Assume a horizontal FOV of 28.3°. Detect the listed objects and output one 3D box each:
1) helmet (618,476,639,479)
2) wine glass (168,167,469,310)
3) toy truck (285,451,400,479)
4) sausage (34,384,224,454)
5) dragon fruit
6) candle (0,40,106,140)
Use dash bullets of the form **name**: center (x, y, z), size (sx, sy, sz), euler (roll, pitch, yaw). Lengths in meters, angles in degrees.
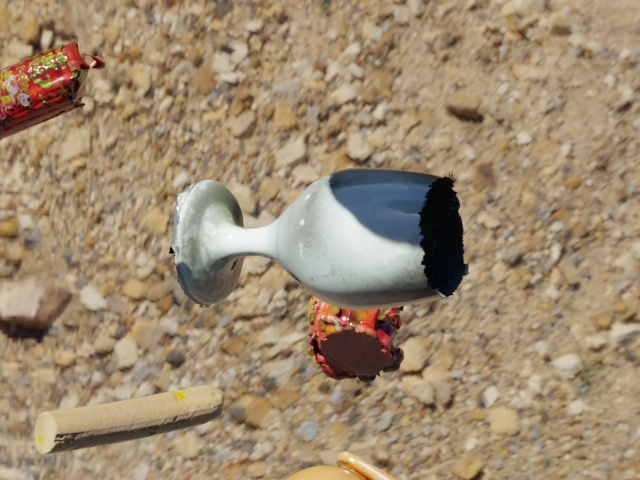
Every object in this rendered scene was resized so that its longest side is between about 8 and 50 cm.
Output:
- **helmet**: center (0.183, 0.271, 0.752), size (0.230, 0.337, 0.385), euler (27, 45, -4)
- **wine glass**: center (0.000, 0.000, 1.094), size (0.241, 0.126, 0.126), euler (0, 67, 28)
- **toy truck**: center (0.037, 0.308, 1.206), size (0.239, 0.265, 0.189), euler (32, 69, -8)
- **sausage**: center (-0.264, 0.251, 1.800), size (0.301, 0.066, 0.065), euler (-3, 72, -41)
- **dragon fruit**: center (0.055, 0.094, 1.695), size (0.133, 0.150, 0.207), euler (12, 97, -18)
- **candle**: center (-0.218, -0.108, 0.937), size (0.131, 0.052, 0.052), euler (-21, 78, 8)
